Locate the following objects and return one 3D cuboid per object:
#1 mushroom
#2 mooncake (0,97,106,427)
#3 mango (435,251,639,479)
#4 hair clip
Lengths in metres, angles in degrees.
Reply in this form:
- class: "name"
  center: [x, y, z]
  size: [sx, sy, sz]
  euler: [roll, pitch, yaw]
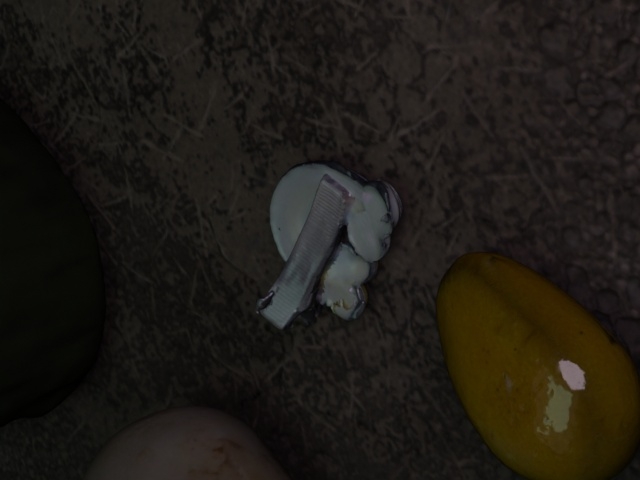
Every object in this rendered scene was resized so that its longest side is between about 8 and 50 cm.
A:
- class: "mushroom"
  center: [-0.123, 0.247, 1.548]
  size: [0.209, 0.206, 0.206]
  euler: [-24, 90, 55]
- class: "mooncake"
  center: [-0.381, 0.026, 1.694]
  size: [0.356, 0.194, 0.356]
  euler: [18, 119, 36]
- class: "mango"
  center: [0.157, 0.091, 1.297]
  size: [0.137, 0.098, 0.195]
  euler: [-45, 67, 46]
- class: "hair clip"
  center: [0.000, 0.000, 1.436]
  size: [0.116, 0.049, 0.172]
  euler: [37, 126, 20]
